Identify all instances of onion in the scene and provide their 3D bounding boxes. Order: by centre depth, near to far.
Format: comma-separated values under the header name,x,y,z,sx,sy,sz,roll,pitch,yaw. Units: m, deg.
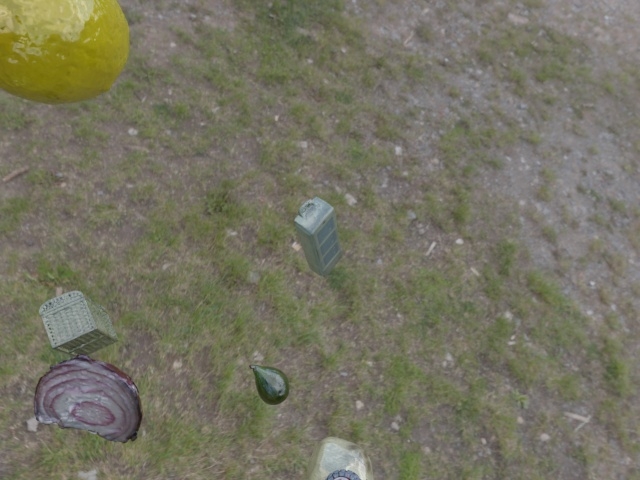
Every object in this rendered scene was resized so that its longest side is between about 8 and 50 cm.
name,x,y,z,sx,sy,sz,roll,pitch,yaw
onion,-0.648,0.441,1.390,0.314,0.280,0.146,26,20,-7

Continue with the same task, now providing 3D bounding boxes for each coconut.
name,x,y,z,sx,sy,sz,roll,pitch,yaw
coconut,0.072,0.723,1.458,0.224,0.224,0.224,10,60,-18

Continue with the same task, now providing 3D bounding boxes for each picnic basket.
name,x,y,z,sx,sy,sz,roll,pitch,yaw
picnic basket,-0.736,0.252,1.442,0.134,0.196,0.154,-25,71,-12

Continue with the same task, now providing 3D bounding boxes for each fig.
name,x,y,z,sx,sy,sz,roll,pitch,yaw
fig,-0.165,0.443,1.503,0.117,0.117,0.177,-49,131,-34

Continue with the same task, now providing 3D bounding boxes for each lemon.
name,x,y,z,sx,sy,sz,roll,pitch,yaw
lemon,-0.422,-0.329,0.732,0.234,0.233,0.288,30,20,-6

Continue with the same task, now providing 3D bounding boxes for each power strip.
name,x,y,z,sx,sy,sz,roll,pitch,yaw
power strip,0.000,0.000,0.986,0.052,0.272,0.078,35,74,19

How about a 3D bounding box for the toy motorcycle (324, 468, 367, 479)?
name,x,y,z,sx,sy,sz,roll,pitch,yaw
toy motorcycle,0.085,0.523,0.769,0.171,0.089,0.298,-7,46,-1
